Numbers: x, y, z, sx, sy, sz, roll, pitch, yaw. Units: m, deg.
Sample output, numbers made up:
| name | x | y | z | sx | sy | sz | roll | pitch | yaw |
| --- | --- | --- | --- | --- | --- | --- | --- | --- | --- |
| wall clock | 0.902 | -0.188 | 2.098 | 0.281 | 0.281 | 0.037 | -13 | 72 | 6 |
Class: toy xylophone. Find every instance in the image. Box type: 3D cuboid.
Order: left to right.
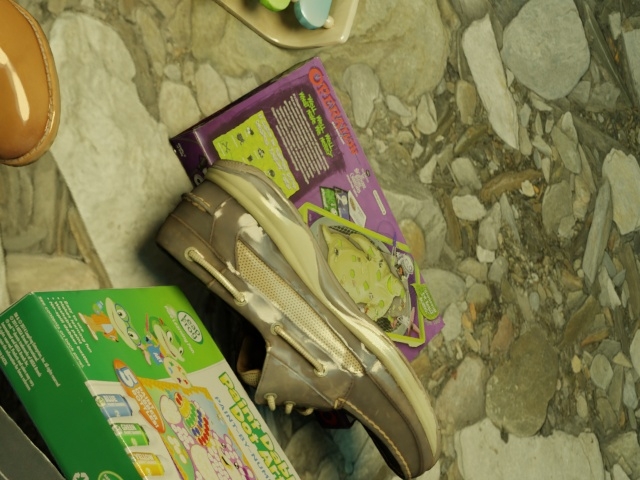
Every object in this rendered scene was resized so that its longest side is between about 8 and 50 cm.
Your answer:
| name | x | y | z | sx | sy | sz | roll | pitch | yaw |
| --- | --- | --- | --- | --- | --- | --- | --- | --- | --- |
| toy xylophone | -0.086 | -0.344 | 0.985 | 0.323 | 0.081 | 0.236 | 23 | 66 | -39 |

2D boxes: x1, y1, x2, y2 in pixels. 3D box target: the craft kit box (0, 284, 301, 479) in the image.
| name | x | y | z | sx | sy | sz | roll | pitch | yaw |
| --- | --- | --- | --- | --- | --- | --- | --- | --- | --- |
| craft kit box | -0.113 | 0.151 | 0.736 | 0.250 | 0.061 | 0.246 | 56 | 9 | 9 |

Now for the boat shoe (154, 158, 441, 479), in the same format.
| name | x | y | z | sx | sy | sz | roll | pitch | yaw |
| --- | --- | --- | --- | --- | --- | --- | --- | --- | --- |
| boat shoe | -0.024 | 0.093 | 0.895 | 0.130 | 0.132 | 0.355 | -38 | 101 | -11 |

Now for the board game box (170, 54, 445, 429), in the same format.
| name | x | y | z | sx | sy | sz | roll | pitch | yaw |
| --- | --- | --- | --- | --- | --- | --- | --- | --- | --- |
| board game box | 0.000 | 0.000 | 1.023 | 0.208 | 0.056 | 0.347 | -37 | 108 | -38 |

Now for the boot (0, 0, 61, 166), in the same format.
| name | x | y | z | sx | sy | sz | roll | pitch | yaw |
| --- | --- | --- | --- | --- | --- | --- | --- | --- | --- |
| boot | -0.296 | -0.180 | 0.657 | 0.220 | 0.109 | 0.283 | -34 | 104 | -80 |

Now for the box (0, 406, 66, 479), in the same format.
| name | x | y | z | sx | sy | sz | roll | pitch | yaw |
| --- | --- | --- | --- | --- | --- | --- | --- | --- | --- |
| box | -0.344 | 0.175 | 0.435 | 0.293 | 0.212 | 0.395 | 57 | 22 | -19 |
